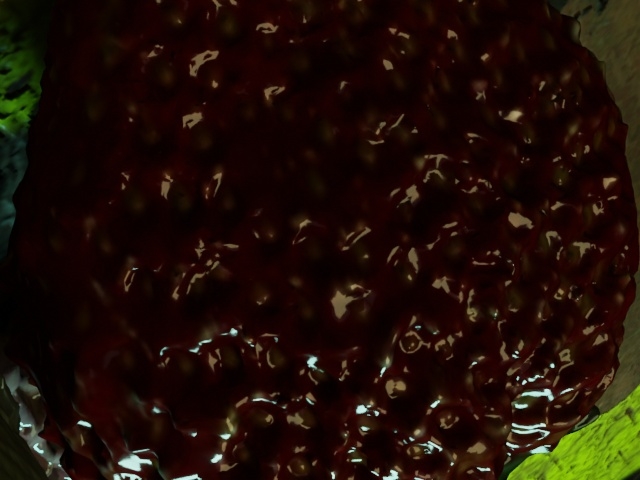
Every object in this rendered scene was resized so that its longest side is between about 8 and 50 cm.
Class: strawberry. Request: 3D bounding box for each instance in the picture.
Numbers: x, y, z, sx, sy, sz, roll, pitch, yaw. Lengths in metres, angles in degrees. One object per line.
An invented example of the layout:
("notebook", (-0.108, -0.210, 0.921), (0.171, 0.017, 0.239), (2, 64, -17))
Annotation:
("strawberry", (-0.004, -0.002, 0.775), (0.261, 0.261, 0.257), (-38, 161, -15))

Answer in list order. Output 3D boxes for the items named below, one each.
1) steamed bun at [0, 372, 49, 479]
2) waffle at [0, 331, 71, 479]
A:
("steamed bun", (-0.196, 0.119, 0.643), (0.199, 0.251, 0.301), (-36, 147, 0))
("waffle", (-0.183, 0.130, 0.902), (0.221, 0.055, 0.234), (-16, 142, -47))
